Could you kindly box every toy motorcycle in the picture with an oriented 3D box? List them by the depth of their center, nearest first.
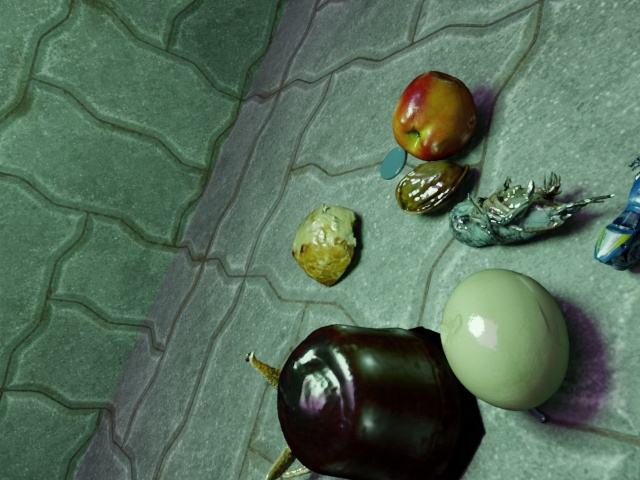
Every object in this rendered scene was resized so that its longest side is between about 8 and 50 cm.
[{"bbox_3d":[0.556,-0.063,0.783,0.254,0.135,0.092,-60,33,5],"label":"toy motorcycle"}]

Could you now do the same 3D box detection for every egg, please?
[{"bbox_3d":[0.334,0.173,0.848,0.219,0.219,0.269,-41,38,30],"label":"egg"}]

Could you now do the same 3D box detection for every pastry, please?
[{"bbox_3d":[-0.005,0.009,1.476,0.256,0.170,0.236,-39,37,40],"label":"pastry"}]

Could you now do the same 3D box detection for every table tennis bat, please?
[{"bbox_3d":[0.240,-0.264,1.468,0.100,0.019,0.155,27,92,57],"label":"table tennis bat"}]

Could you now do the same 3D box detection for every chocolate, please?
[{"bbox_3d":[0.086,0.328,0.986,0.384,0.331,0.383,-35,40,35],"label":"chocolate"}]

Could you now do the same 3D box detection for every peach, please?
[{"bbox_3d":[0.302,-0.332,1.225,0.199,0.243,0.243,12,77,47],"label":"peach"}]

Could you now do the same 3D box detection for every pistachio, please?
[{"bbox_3d":[0.292,-0.147,1.216,0.210,0.130,0.165,-25,41,27],"label":"pistachio"}]

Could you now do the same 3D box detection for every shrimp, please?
[{"bbox_3d":[0.398,-0.062,0.966,0.372,0.172,0.137,-34,74,58],"label":"shrimp"}]

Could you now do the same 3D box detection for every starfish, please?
[{"bbox_3d":[-0.044,0.411,1.172,0.132,0.384,0.398,-2,80,36],"label":"starfish"}]

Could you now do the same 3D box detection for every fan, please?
[{"bbox_3d":[0.373,0.279,0.906,0.038,0.016,0.193,-55,33,17],"label":"fan"}]
